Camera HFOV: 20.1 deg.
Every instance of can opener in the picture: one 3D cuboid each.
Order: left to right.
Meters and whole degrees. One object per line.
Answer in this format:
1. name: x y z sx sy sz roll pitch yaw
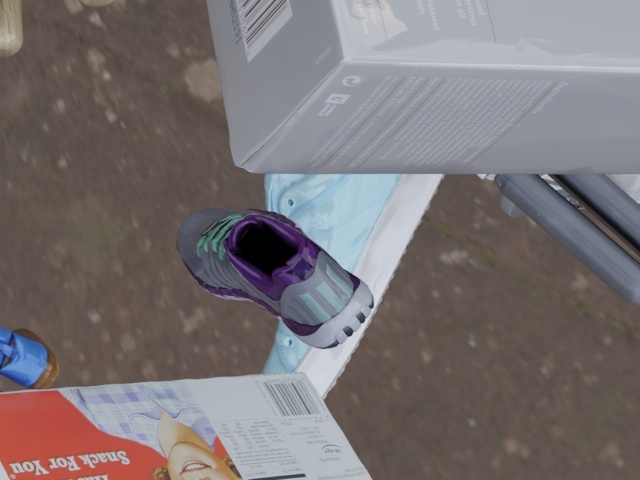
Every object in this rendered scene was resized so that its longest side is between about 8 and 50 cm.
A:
1. can opener: 0.184 -0.063 1.517 0.283 0.095 0.076 42 85 11

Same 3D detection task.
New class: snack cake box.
1. snack cake box: -0.079 0.157 0.940 0.264 0.152 0.089 2 138 -50

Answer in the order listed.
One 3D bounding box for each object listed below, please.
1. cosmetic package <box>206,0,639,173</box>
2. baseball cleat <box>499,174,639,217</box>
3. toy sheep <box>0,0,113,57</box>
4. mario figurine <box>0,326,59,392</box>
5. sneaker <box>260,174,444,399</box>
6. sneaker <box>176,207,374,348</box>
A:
1. cosmetic package: 0.079 -0.101 0.767 0.238 0.107 0.127 2 64 -30
2. baseball cleat: 0.283 -0.052 1.925 0.206 0.109 0.072 -31 152 33
3. toy sheep: -0.087 -0.092 0.384 0.132 0.091 0.091 16 106 -49
4. mario figurine: -0.413 0.079 1.769 0.170 0.198 0.320 -27 136 20
5. sneaker: 0.000 0.000 1.676 0.150 0.135 0.366 27 92 1
6. sneaker: -0.051 0.000 1.363 0.083 0.223 0.098 -50 129 -13
